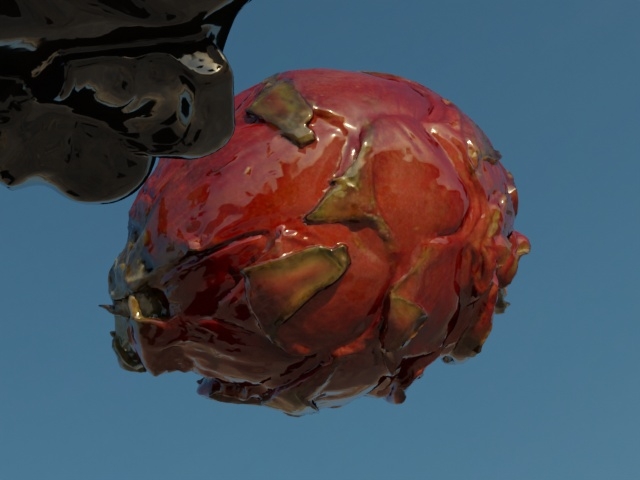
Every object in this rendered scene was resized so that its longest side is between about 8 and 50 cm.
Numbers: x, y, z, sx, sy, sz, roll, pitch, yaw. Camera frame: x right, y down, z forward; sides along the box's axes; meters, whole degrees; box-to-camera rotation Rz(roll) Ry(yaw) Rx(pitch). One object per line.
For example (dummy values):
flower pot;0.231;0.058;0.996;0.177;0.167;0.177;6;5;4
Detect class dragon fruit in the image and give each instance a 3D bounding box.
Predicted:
dragon fruit;0.000;0.000;1.132;0.342;0.277;0.277;2;-47;-21

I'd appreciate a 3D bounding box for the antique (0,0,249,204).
antique;-0.127;-0.160;0.700;0.322;0.185;0.255;-50;-31;9
